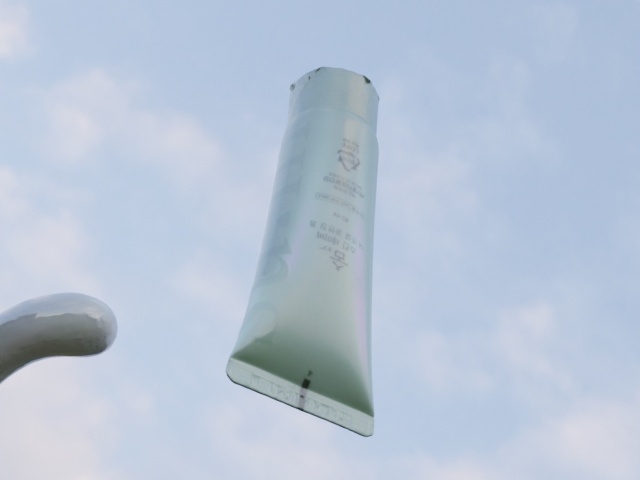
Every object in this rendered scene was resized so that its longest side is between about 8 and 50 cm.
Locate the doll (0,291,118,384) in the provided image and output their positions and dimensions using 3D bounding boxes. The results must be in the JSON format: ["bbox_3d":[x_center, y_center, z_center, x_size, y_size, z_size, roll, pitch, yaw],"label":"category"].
[{"bbox_3d":[-0.310,0.036,0.954,0.159,0.311,0.242,37,-23,44],"label":"doll"}]

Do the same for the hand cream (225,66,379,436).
[{"bbox_3d":[0.000,0.000,0.815,0.078,0.205,0.050,26,-45,-21],"label":"hand cream"}]
